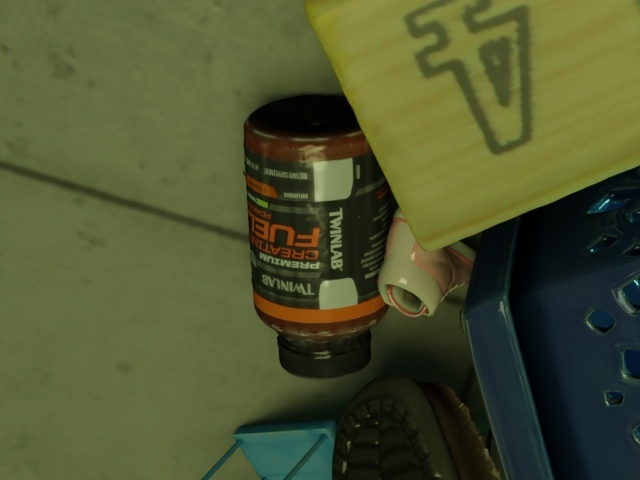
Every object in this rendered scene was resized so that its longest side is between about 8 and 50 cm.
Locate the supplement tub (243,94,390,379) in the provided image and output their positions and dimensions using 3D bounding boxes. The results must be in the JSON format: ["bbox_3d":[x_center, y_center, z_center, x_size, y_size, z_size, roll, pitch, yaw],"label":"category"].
[{"bbox_3d":[0.000,0.000,1.325,0.106,0.106,0.198,-1,112,4],"label":"supplement tub"}]

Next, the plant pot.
[{"bbox_3d":[0.225,0.070,1.279,0.212,0.236,0.236,-12,112,16],"label":"plant pot"}]

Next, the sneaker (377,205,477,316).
[{"bbox_3d":[0.076,0.027,1.317,0.051,0.134,0.070,11,78,22],"label":"sneaker"}]

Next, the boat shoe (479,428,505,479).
[{"bbox_3d":[0.132,0.278,1.438,0.088,0.096,0.267,-5,111,10],"label":"boat shoe"}]

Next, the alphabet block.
[{"bbox_3d":[0.120,-0.138,1.216,0.197,0.192,0.193,-23,107,13],"label":"alphabet block"}]

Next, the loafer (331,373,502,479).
[{"bbox_3d":[0.125,0.261,1.343,0.134,0.130,0.366,-16,98,49],"label":"loafer"}]

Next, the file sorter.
[{"bbox_3d":[-0.013,0.239,1.399,0.118,0.104,0.170,-11,117,49],"label":"file sorter"}]
